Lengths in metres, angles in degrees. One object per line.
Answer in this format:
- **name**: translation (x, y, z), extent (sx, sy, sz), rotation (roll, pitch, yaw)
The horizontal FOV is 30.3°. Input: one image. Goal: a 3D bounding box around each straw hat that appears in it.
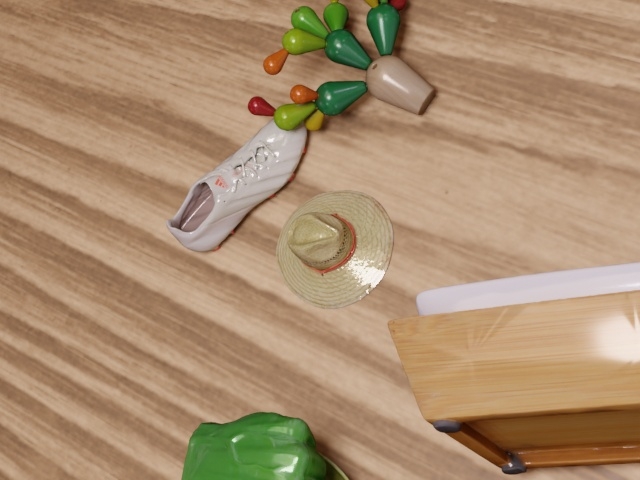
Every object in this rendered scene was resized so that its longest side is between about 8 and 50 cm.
- **straw hat**: translation (0.000, 0.000, 1.256), extent (0.144, 0.061, 0.145), rotation (-10, 67, 26)

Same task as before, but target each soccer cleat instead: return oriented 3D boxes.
- **soccer cleat**: translation (-0.091, -0.067, 1.321), extent (0.196, 0.076, 0.068), rotation (-48, 57, 6)

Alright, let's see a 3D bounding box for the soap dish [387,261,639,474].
- **soap dish**: translation (0.233, 0.114, 0.983), extent (0.290, 0.229, 0.118), rotation (-9, 63, 26)

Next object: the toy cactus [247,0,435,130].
- **toy cactus**: translation (0.039, -0.191, 1.290), extent (0.180, 0.112, 0.219), rotation (34, 78, 12)

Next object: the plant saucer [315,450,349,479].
- **plant saucer**: translation (-0.048, 0.323, 1.184), extent (0.241, 0.037, 0.241), rotation (-10, 67, 26)

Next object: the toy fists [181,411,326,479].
- **toy fists**: translation (-0.061, 0.304, 1.122), extent (0.142, 0.096, 0.279), rotation (-2, 73, 36)
